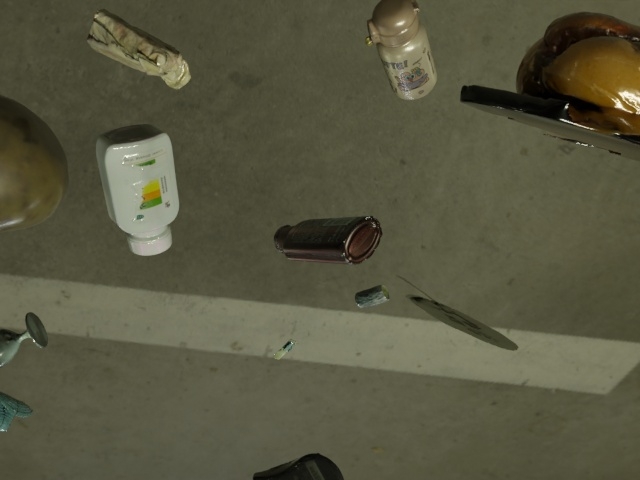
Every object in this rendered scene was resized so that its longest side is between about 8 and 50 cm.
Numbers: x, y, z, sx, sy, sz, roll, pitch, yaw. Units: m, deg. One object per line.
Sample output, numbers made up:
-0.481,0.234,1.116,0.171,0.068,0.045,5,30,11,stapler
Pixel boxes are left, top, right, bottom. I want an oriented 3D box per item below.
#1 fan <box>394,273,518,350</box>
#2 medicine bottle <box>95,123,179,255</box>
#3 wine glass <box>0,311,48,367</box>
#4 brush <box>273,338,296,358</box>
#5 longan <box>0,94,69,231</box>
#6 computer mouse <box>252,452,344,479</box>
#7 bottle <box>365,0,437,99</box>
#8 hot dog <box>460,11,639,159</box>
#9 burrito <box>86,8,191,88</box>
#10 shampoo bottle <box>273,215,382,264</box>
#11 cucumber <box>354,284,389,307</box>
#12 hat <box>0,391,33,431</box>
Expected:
0.252,0.140,1.118,0.233,0.414,0.012,23,96,-19,fan
-0.420,-0.113,1.256,0.161,0.111,0.296,-23,132,-35,medicine bottle
-0.725,0.240,1.184,0.202,0.093,0.093,-25,131,-10,wine glass
-0.076,0.232,1.123,0.016,0.013,0.084,26,134,-18,brush
-0.801,-0.172,1.236,0.404,0.336,0.404,-20,154,-10,longan
-0.051,0.586,1.264,0.264,0.088,0.147,-28,83,16,computer mouse
0.152,-0.367,1.022,0.110,0.097,0.209,-20,151,14,bottle
0.306,-0.148,0.542,0.326,0.194,0.107,5,107,-40,hot dog
-0.464,-0.474,1.296,0.107,0.347,0.175,-57,157,-6,burrito
0.000,0.000,1.257,0.084,0.129,0.323,51,153,-23,shampoo bottle
0.171,0.188,1.775,0.112,0.064,0.064,-22,130,27,cucumber
-0.679,0.352,1.086,0.138,0.078,0.191,-9,146,12,hat
